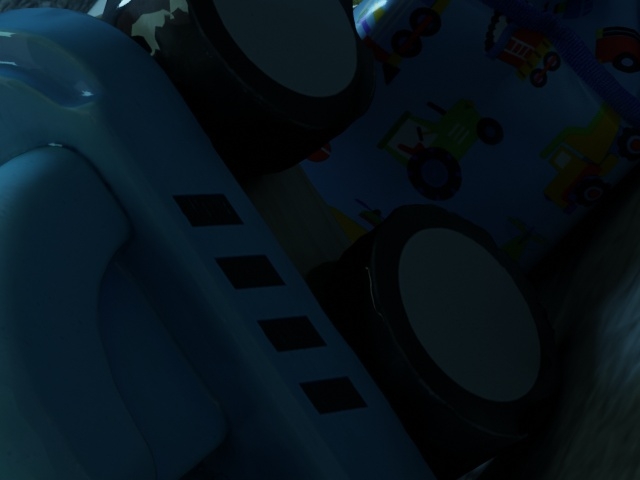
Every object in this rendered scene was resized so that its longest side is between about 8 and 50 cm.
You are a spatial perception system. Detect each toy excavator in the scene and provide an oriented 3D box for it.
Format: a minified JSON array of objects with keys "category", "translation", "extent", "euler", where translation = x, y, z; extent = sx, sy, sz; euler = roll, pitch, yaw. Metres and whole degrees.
[{"category":"toy excavator","translation":[-0.093,0.139,0.714],"extent":[0.222,0.433,0.445],"euler":[-33,0,38]}]

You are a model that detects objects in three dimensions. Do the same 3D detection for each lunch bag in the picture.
[{"category":"lunch bag","translation":[0.077,-0.091,0.990],"extent":[0.221,0.138,0.293],"euler":[-47,8,34]}]

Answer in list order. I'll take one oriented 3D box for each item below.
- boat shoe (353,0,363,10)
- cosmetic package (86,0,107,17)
[{"category":"boat shoe","translation":[-0.020,-0.112,1.410],"extent":[0.307,0.110,0.104],"euler":[-21,64,49]},{"category":"cosmetic package","translation":[-0.084,-0.070,1.188],"extent":[0.151,0.151,0.184],"euler":[-47,18,11]}]
